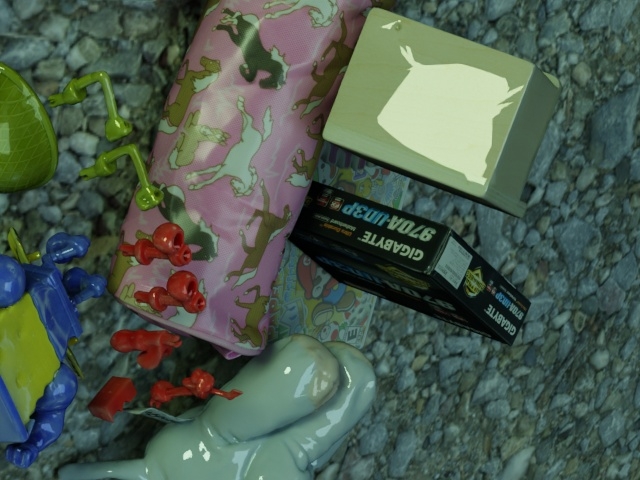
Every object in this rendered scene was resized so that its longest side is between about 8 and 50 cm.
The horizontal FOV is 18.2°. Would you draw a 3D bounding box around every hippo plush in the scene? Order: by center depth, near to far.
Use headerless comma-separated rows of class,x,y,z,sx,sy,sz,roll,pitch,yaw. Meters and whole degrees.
hippo plush,-0.029,0.240,1.849,0.234,0.237,0.294,-43,155,30

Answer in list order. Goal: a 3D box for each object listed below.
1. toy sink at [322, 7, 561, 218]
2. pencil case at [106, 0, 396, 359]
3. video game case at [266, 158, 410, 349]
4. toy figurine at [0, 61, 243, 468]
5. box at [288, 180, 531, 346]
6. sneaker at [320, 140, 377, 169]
toy sink,0.118,-0.112,1.771,0.131,0.152,0.234,-69,164,1
pencil case,-0.061,-0.091,1.774,0.160,0.167,0.386,-139,-108,-84
video game case,0.000,0.000,1.987,0.206,0.026,0.227,4,106,-49
toy figurine,-0.233,0.061,1.585,0.217,0.191,0.363,-53,137,-40
box,0.067,0.015,1.876,0.175,0.220,0.051,40,74,-50
sneaker,0.066,-0.138,1.943,0.236,0.104,0.095,-7,139,-35
